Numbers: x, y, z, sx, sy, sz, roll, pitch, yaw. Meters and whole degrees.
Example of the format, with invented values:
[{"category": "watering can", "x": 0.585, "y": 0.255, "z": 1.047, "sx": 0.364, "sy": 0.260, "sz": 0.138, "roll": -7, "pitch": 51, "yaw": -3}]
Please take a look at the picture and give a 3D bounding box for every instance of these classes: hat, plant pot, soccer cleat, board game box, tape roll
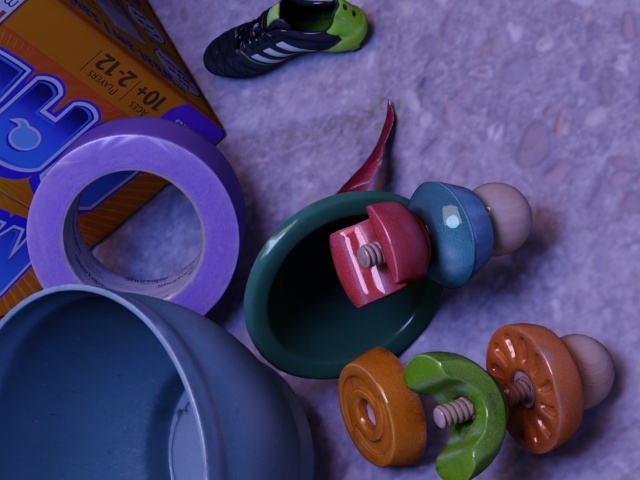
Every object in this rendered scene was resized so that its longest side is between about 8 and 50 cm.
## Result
[{"category": "hat", "x": 0.000, "y": 0.000, "z": 1.414, "sx": 0.183, "sy": 0.208, "sz": 0.173, "roll": -133, "pitch": 41, "yaw": -54}, {"category": "plant pot", "x": -0.130, "y": 0.181, "z": 1.328, "sx": 0.293, "sy": 0.196, "sz": 0.293, "roll": -1, "pitch": 88, "yaw": 40}, {"category": "soccer cleat", "x": -0.042, "y": -0.198, "z": 1.547, "sx": 0.179, "sy": 0.072, "sz": 0.060, "roll": -10, "pitch": 64, "yaw": 28}, {"category": "board game box", "x": -0.383, "y": -0.179, "z": 1.568, "sx": 0.356, "sy": 0.356, "sz": 0.356, "roll": -39, "pitch": 54, "yaw": 10}, {"category": "tape roll", "x": -0.163, "y": -0.012, "z": 1.465, "sx": 0.189, "sy": 0.189, "sz": 0.080, "roll": -37, "pitch": 12, "yaw": 12}]

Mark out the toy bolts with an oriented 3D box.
[{"category": "toy bolts", "x": 0.113, "y": 0.066, "z": 1.310, "sx": 0.218, "sy": 0.158, "sz": 0.228, "roll": -26, "pitch": 81, "yaw": 63}]
